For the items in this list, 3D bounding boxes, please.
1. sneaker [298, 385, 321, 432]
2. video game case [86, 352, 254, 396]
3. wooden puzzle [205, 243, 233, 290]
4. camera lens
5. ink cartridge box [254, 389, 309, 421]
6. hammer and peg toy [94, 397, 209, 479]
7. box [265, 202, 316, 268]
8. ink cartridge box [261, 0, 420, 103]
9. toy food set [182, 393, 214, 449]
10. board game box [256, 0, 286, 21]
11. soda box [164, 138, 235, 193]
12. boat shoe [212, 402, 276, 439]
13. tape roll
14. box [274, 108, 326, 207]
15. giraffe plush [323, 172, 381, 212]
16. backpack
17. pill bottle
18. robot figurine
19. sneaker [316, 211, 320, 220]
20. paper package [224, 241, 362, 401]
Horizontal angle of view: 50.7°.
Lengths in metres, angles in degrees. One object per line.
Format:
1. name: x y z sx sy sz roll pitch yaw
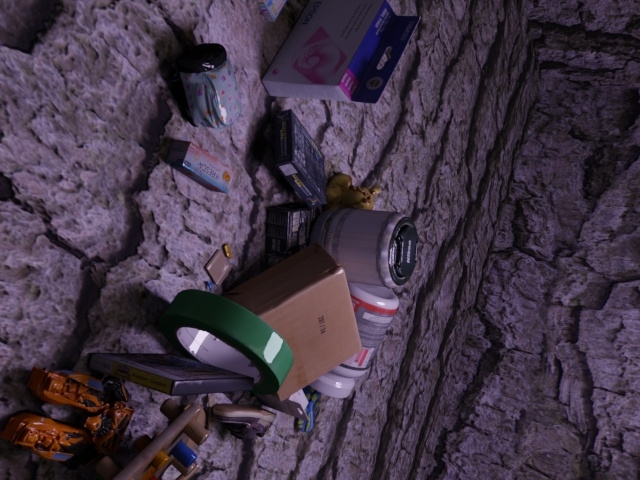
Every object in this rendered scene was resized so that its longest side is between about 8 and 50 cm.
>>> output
1. sneaker: -0.035 0.541 2.252 0.078 0.067 0.188 35 66 -80
2. video game case: -0.324 0.291 1.492 0.275 0.248 0.035 16 83 -59
3. wooden puzzle: -0.265 0.069 1.752 0.116 0.014 0.078 -52 136 -38
4. camera lens: 0.134 0.019 1.977 0.219 0.275 0.219 -17 110 -57
5. ink cartridge box: -0.105 0.455 1.977 0.060 0.180 0.104 -56 143 -33
6. hammer and peg toy: -0.388 0.524 1.523 0.266 0.127 0.361 -42 165 -41
7. box: -0.085 -0.011 1.959 0.147 0.078 0.180 -18 114 -56
8. ink cartridge box: 0.054 -0.509 1.783 0.324 0.330 0.071 -64 146 -24
9. toy food set: -0.340 0.480 1.746 0.192 0.039 0.132 -33 133 -64
10. board game box: -0.117 -0.659 1.746 0.154 0.026 0.103 -65 146 -23
11. soda box: -0.282 -0.173 1.600 0.183 0.058 0.062 34 70 -56
12. boat shoe: -0.213 0.512 1.895 0.285 0.103 0.092 37 65 -65
13. tape roll: -0.220 0.241 1.578 0.077 0.322 0.321 -60 145 -31
14. box: -0.055 -0.226 1.893 0.232 0.059 0.183 49 33 -54
15. giraffe plush: 0.100 -0.128 2.136 0.210 0.171 0.181 46 60 -54
16. backpack: -0.253 -0.341 1.539 0.152 0.115 0.181 -47 140 -45
17. pill bottle: 0.089 0.306 2.162 0.210 0.210 0.362 2 115 -59
18. robot figurine: -0.498 0.367 1.390 0.291 0.085 0.211 43 65 -55
19. sneaker: 0.000 0.000 2.108 0.214 0.084 0.083 76 20 -46
20. paper package: -0.069 0.226 1.881 0.310 0.168 0.324 -29 128 -19
